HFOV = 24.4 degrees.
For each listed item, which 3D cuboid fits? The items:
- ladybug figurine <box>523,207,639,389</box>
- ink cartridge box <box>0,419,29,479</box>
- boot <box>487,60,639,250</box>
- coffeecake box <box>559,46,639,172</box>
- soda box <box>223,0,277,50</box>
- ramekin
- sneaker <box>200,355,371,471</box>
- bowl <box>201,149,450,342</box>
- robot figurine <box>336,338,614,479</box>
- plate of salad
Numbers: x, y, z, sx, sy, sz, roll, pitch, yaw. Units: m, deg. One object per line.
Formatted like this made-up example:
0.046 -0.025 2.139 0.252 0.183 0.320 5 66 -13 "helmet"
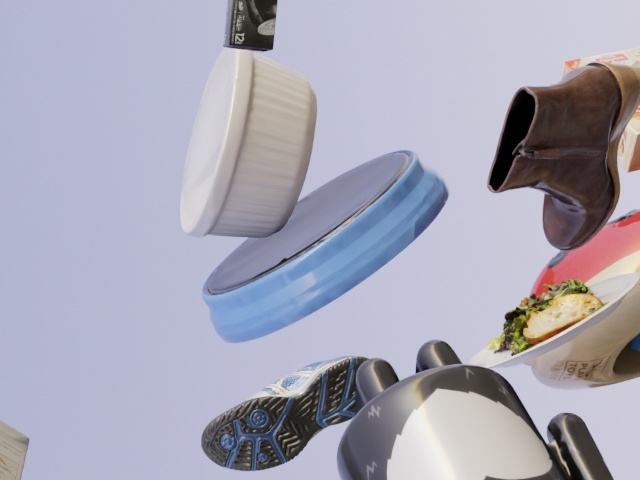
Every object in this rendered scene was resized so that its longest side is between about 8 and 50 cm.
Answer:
0.450 0.055 1.953 0.305 0.449 0.162 100 147 -57 "ladybug figurine"
-0.411 0.268 1.555 0.189 0.066 0.232 39 -150 -30 "ink cartridge box"
0.242 -0.077 1.581 0.207 0.090 0.248 -17 -45 -40 "boot"
0.437 -0.184 2.044 0.185 0.142 0.068 -125 30 -43 "coffeecake box"
-0.075 -0.303 1.692 0.060 0.053 0.169 -152 67 -79 "soda box"
-0.097 -0.126 2.030 0.127 0.273 0.273 14 -119 -15 "ramekin"
-0.029 0.187 1.606 0.081 0.211 0.080 -121 8 -84 "sneaker"
0.000 0.000 2.100 0.077 0.391 0.391 56 -148 -12 "bowl"
0.117 0.213 1.220 0.173 0.209 0.278 32 -157 -45 "robot figurine"
0.231 0.074 1.502 0.048 0.200 0.200 60 -151 -2 "plate of salad"
